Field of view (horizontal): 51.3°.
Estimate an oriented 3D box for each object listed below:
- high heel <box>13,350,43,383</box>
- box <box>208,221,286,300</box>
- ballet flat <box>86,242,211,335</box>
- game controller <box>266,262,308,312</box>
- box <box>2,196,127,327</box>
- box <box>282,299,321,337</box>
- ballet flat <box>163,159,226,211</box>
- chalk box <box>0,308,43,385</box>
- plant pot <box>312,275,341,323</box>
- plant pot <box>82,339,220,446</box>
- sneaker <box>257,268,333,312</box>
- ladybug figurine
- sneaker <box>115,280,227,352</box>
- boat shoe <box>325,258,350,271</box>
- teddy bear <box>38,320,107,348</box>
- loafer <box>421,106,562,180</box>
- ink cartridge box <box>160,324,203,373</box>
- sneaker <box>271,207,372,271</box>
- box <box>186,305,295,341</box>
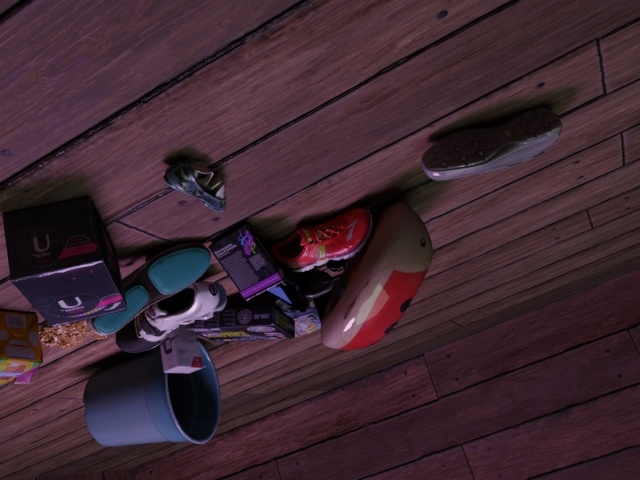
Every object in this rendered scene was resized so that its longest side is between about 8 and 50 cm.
[{"bbox_3d":[-0.882,0.330,1.799,0.244,0.082,0.117,15,114,-34],"label":"high heel"},{"bbox_3d":[-0.172,0.050,1.567,0.116,0.162,0.029,-28,-164,23],"label":"box"},{"bbox_3d":[-0.400,0.094,1.524,0.316,0.108,0.106,-33,-153,-24],"label":"ballet flat"},{"bbox_3d":[-0.122,0.112,1.748,0.166,0.067,0.319,19,164,14],"label":"game controller"},{"bbox_3d":[-0.495,0.051,1.321,0.165,0.143,0.270,-14,157,-11],"label":"box"},{"bbox_3d":[-0.057,0.272,2.287,0.159,0.044,0.233,-20,157,5],"label":"box"},{"bbox_3d":[-0.220,-0.105,1.279,0.070,0.070,0.188,-25,160,16],"label":"ballet flat"},{"bbox_3d":[-0.800,0.270,1.614,0.213,0.132,0.132,-28,155,23],"label":"chalk box"},{"bbox_3d":[0.096,0.209,2.104,0.187,0.188,0.167,-22,170,9],"label":"plant pot"},{"bbox_3d":[-0.545,0.506,2.134,0.334,0.341,0.341,-16,159,15],"label":"plant pot"},{"bbox_3d":[-0.060,0.150,1.957,0.227,0.087,0.130,-20,159,13],"label":"sneaker"},{"bbox_3d":[0.143,0.113,1.690,0.161,0.305,0.449,27,121,-4],"label":"ladybug figurine"},{"bbox_3d":[-0.418,0.184,1.721,0.330,0.123,0.146,-29,157,13],"label":"sneaker"},{"bbox_3d":[0.038,0.052,1.820,0.066,0.066,0.183,-26,156,19],"label":"boat shoe"},{"bbox_3d":[-0.568,0.193,1.641,0.245,0.113,0.338,-1,153,-39],"label":"teddy bear"},{"bbox_3d":[0.371,-0.191,1.452,0.319,0.112,0.111,-16,149,-5],"label":"loafer"},{"bbox_3d":[-0.416,0.311,1.975,0.063,0.151,0.109,-24,157,25],"label":"ink cartridge box"},{"bbox_3d":[0.000,0.000,1.632,0.279,0.107,0.118,-28,150,23],"label":"sneaker"},{"bbox_3d":[-0.233,0.253,2.000,0.269,0.060,0.216,-5,161,13],"label":"box"}]
